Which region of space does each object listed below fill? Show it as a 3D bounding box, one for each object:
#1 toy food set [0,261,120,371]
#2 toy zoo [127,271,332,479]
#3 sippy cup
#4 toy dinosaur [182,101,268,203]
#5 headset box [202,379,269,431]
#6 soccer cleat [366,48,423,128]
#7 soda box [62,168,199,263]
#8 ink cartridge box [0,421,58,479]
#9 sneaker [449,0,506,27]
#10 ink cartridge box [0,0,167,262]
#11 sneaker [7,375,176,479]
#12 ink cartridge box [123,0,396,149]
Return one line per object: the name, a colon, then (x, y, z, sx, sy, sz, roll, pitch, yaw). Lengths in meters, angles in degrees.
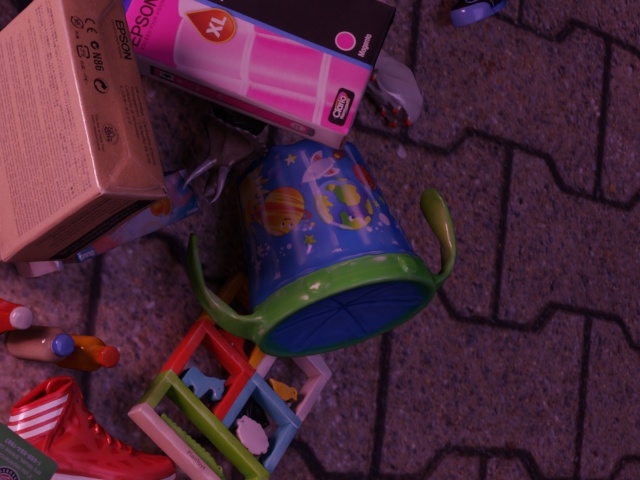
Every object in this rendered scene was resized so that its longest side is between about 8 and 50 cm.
toy food set: (-0.313, 0.051, 1.292, 0.111, 0.104, 0.232, -31, 110, -39)
toy zoo: (-0.095, 0.175, 1.497, 0.192, 0.030, 0.293, 49, 48, -17)
sippy cup: (0.000, 0.000, 1.489, 0.305, 0.240, 0.224, 8, 55, -50)
toy dinosaur: (-0.110, -0.211, 1.451, 0.160, 0.121, 0.314, -26, 106, -74)
headset box: (-0.109, 0.217, 1.527, 0.062, 0.032, 0.083, -36, 114, -38)
soccer cleat: (0.085, -0.242, 1.696, 0.196, 0.068, 0.076, 48, 54, -39)
soda box: (-0.234, -0.029, 1.394, 0.183, 0.063, 0.058, -27, 105, -40)
ink cartridge box: (-0.304, 0.199, 0.803, 0.154, 0.093, 0.212, 47, 62, -33)
sneaker: (0.259, -0.411, 1.850, 0.232, 0.081, 0.090, -44, 115, -42)
ink cartridge box: (-0.268, -0.117, 1.233, 0.088, 0.193, 0.235, 1, 69, -45)
sneaker: (-0.254, 0.222, 1.358, 0.221, 0.087, 0.128, 9, 85, -43)
ink cartridge box: (-0.114, -0.252, 1.371, 0.370, 0.069, 0.176, 20, 74, -1)
